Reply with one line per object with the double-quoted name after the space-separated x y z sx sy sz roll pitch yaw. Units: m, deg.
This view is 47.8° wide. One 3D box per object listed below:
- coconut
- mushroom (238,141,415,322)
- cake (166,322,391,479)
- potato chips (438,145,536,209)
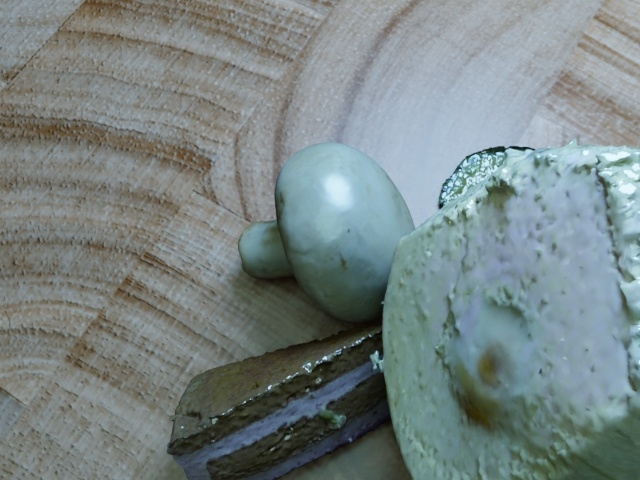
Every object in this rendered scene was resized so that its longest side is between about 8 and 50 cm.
0.280 0.106 0.653 0.404 0.405 0.405 -1 66 2 "coconut"
0.005 -0.006 0.813 0.209 0.206 0.207 -9 66 0 "mushroom"
-0.022 0.171 0.785 0.295 0.116 0.113 -18 22 -14 "cake"
0.251 -0.023 0.902 0.201 0.029 0.220 -1 64 3 "potato chips"
